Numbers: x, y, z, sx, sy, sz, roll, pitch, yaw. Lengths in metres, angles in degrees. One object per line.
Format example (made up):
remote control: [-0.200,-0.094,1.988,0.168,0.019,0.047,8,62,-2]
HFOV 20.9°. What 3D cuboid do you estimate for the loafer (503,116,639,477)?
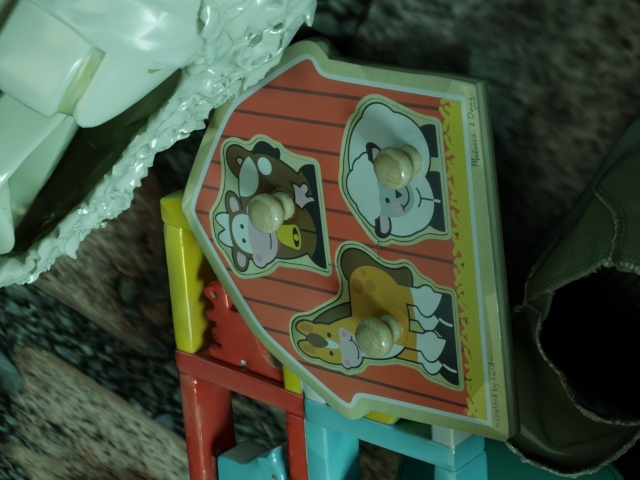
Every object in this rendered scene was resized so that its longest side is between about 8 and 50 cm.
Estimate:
loafer: [0.120,0.043,0.779,0.094,0.087,0.251,28,146,10]

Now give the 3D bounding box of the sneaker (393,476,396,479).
sneaker: [0.107,0.289,1.021,0.124,0.180,0.321,-2,133,42]

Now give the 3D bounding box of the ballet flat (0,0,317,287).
ballet flat: [-0.106,-0.079,0.781,0.147,0.147,0.409,36,147,-2]

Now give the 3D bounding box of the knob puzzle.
knob puzzle: [0.000,0.000,0.816,0.213,0.030,0.213,21,124,36]

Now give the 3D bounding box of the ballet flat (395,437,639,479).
ballet flat: [0.170,0.163,0.892,0.280,0.095,0.096,8,154,35]

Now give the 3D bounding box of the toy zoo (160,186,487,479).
toy zoo: [0.001,0.085,0.902,0.192,0.030,0.293,15,120,39]
